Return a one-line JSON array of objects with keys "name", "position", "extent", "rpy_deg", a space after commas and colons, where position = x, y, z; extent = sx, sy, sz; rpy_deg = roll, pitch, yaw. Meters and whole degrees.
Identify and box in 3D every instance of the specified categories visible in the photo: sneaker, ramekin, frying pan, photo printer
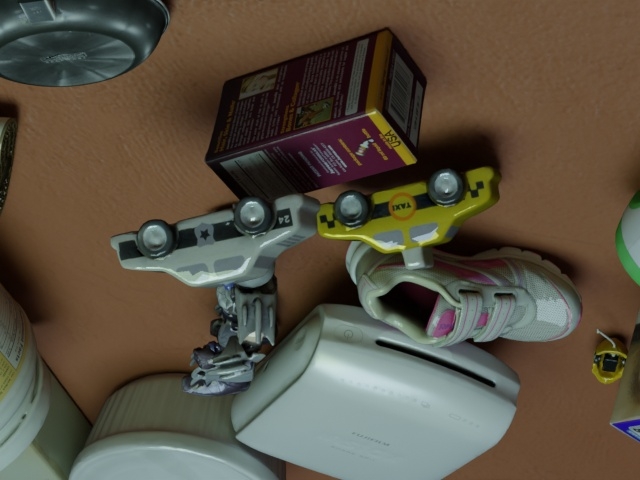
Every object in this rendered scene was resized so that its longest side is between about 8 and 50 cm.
[{"name": "sneaker", "position": [-0.368, -0.075, 1.760], "extent": [0.086, 0.064, 0.192], "rpy_deg": [21, 141, -1]}, {"name": "ramekin", "position": [-0.164, 0.273, 2.094], "extent": [0.273, 0.127, 0.273], "rpy_deg": [7, 142, 5]}, {"name": "sneaker", "position": [0.146, 0.067, 1.759], "extent": [0.252, 0.111, 0.103], "rpy_deg": [10, 124, 0]}, {"name": "frying pan", "position": [-0.216, -0.205, 1.486], "extent": [0.197, 0.053, 0.326], "rpy_deg": [-1, 164, -17]}, {"name": "photo printer", "position": [0.062, 0.178, 1.900], "extent": [0.256, 0.107, 0.307], "rpy_deg": [20, 152, -13]}]

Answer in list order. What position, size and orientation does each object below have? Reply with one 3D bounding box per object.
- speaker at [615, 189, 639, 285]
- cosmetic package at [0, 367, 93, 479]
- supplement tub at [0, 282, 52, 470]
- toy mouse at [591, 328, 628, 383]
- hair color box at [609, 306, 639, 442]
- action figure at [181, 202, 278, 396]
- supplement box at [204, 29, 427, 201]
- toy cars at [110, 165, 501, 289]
[{"name": "speaker", "position": [0.391, -0.063, 1.550], "extent": [0.131, 0.131, 0.296], "rpy_deg": [21, 140, -13]}, {"name": "cosmetic package", "position": [-0.383, 0.260, 2.139], "extent": [0.160, 0.113, 0.309], "rpy_deg": [-7, 138, 20]}, {"name": "supplement tub", "position": [-0.457, 0.100, 1.849], "extent": [0.241, 0.241, 0.331], "rpy_deg": [-7, 139, 20]}, {"name": "toy mouse", "position": [0.373, 0.139, 1.882], "extent": [0.143, 0.031, 0.161], "rpy_deg": [4, 142, 8]}, {"name": "hair color box", "position": [0.443, 0.098, 1.625], "extent": [0.110, 0.185, 0.339], "rpy_deg": [31, 153, -22]}, {"name": "action figure", "position": [-0.091, 0.072, 1.793], "extent": [0.099, 0.185, 0.285], "rpy_deg": [9, 153, -1]}, {"name": "supplement box", "position": [-0.004, -0.111, 1.593], "extent": [0.188, 0.104, 0.081], "rpy_deg": [-15, 136, 29]}, {"name": "toy cars", "position": [0.000, 0.000, 1.610], "extent": [0.394, 0.087, 0.176], "rpy_deg": [-9, 174, -29]}]
